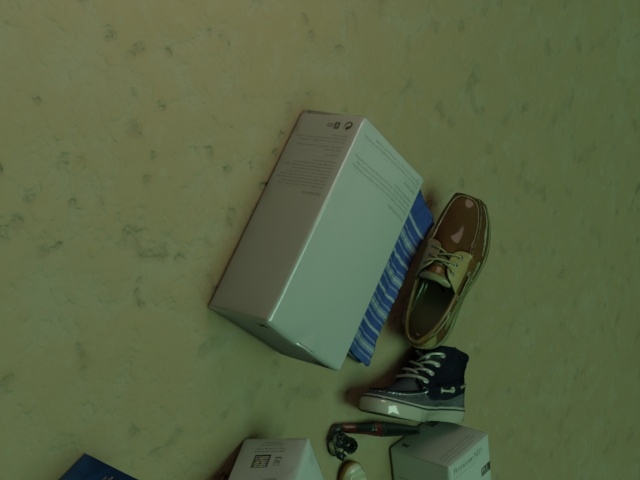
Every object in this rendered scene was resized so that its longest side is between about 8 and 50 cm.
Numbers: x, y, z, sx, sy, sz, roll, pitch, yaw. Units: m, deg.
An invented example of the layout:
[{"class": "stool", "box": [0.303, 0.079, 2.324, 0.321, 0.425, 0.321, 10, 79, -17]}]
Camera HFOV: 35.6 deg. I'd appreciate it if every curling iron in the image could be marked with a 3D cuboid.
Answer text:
[{"class": "curling iron", "box": [0.108, 0.389, 1.991, 0.274, 0.035, 0.068, 2, 101, -48]}]

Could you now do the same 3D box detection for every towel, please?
[{"class": "towel", "box": [0.124, 0.056, 1.869, 0.336, 0.040, 0.243, -65, 158, -15]}]

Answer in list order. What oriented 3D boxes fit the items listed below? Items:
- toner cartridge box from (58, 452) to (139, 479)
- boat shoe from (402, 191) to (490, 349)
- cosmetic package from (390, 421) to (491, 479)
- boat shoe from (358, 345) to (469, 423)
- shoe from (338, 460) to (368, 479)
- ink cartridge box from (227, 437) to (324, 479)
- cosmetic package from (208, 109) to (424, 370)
[{"class": "toner cartridge box", "box": [-0.380, 0.459, 1.354, 0.348, 0.165, 0.075, -46, 129, -32]}, {"class": "boat shoe", "box": [0.247, 0.066, 1.968, 0.120, 0.122, 0.324, 7, 100, -71]}, {"class": "cosmetic package", "box": [0.256, 0.498, 2.094, 0.151, 0.151, 0.183, -27, 118, -43]}, {"class": "boat shoe", "box": [0.192, 0.281, 2.011, 0.340, 0.127, 0.158, 18, 79, -57]}, {"class": "shoe", "box": [0.087, 0.534, 1.982, 0.076, 0.058, 0.219, -32, 122, -40]}, {"class": "ink cartridge box", "box": [-0.067, 0.538, 1.682, 0.272, 0.130, 0.309, -66, 145, -53]}, {"class": "cosmetic package", "box": [0.000, 0.000, 1.686, 0.217, 0.156, 0.385, 42, 69, -43]}]
